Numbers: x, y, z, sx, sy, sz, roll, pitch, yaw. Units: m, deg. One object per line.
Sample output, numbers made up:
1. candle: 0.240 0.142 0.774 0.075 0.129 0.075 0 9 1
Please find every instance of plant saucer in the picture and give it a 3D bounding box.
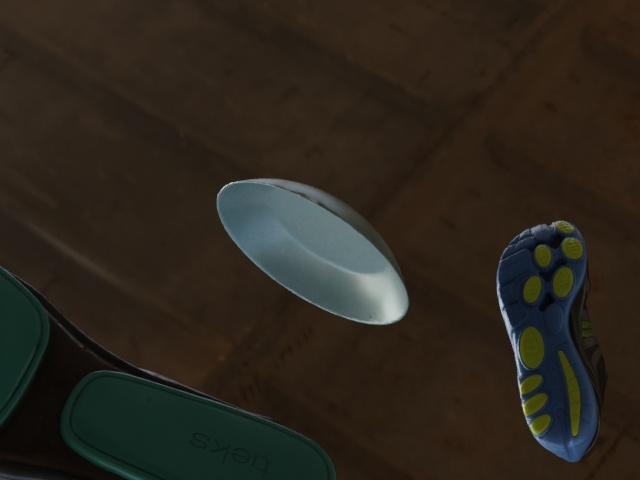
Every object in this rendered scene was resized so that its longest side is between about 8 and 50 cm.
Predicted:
1. plant saucer: 0.000 0.000 1.294 0.195 0.195 0.037 21 -116 25

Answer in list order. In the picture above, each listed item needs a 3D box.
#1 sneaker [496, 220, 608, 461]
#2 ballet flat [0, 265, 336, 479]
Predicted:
1. sneaker: 0.168 0.072 1.066 0.067 0.078 0.188 -10 -120 14
2. ballet flat: -0.092 0.059 0.473 0.203 0.074 0.074 27 -122 -1
